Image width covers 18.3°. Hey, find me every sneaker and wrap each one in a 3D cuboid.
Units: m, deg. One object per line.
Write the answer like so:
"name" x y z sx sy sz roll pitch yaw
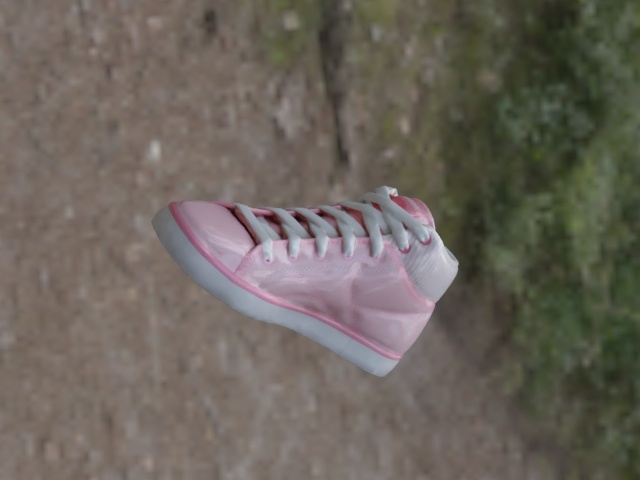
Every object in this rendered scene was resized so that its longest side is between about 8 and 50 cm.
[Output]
"sneaker" 0.000 0.000 0.765 0.134 0.070 0.051 29 18 -40
